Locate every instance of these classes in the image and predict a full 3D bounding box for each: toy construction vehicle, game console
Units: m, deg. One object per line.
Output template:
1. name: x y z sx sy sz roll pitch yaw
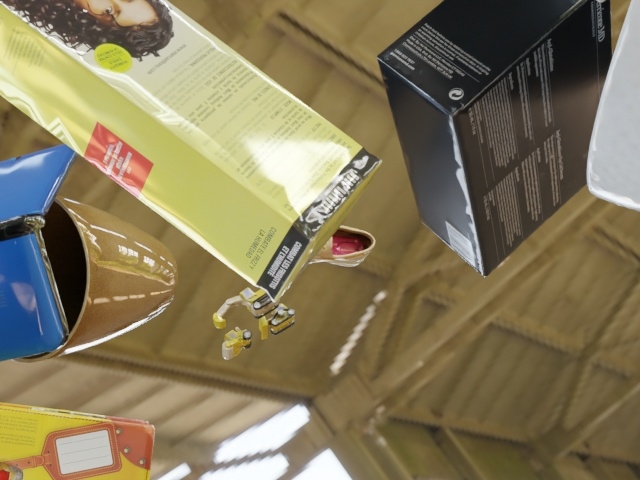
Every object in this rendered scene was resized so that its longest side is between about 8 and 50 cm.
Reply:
1. toy construction vehicle: -0.077 0.086 1.491 0.098 0.035 0.086 -31 -28 -19
2. game console: -0.446 0.028 1.772 0.293 0.250 0.173 -12 7 26

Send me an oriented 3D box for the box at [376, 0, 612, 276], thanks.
1. box: 0.167 -0.115 1.185 0.184 0.103 0.261 -39 -32 -12

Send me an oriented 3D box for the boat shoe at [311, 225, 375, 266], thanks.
1. boat shoe: 0.000 0.000 1.837 0.170 0.063 0.059 2 -23 -33

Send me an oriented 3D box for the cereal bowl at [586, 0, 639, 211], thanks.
1. cereal bowl: 0.334 -0.167 1.034 0.339 0.141 0.339 -54 -23 -35

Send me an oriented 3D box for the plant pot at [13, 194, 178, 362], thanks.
1. plant pot: -0.330 0.054 1.903 0.237 0.237 0.254 -50 -28 22

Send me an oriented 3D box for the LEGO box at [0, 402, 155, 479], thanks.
1. LEGO box: -0.515 0.317 1.748 0.500 0.193 0.372 11 -15 -20

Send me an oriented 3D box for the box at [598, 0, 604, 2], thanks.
1. box: 0.141 -0.279 1.008 0.113 0.275 0.094 27 -76 -27

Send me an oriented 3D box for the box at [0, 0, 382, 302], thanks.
1. box: -0.087 -0.073 0.685 0.087 0.232 0.058 -51 -4 -46
